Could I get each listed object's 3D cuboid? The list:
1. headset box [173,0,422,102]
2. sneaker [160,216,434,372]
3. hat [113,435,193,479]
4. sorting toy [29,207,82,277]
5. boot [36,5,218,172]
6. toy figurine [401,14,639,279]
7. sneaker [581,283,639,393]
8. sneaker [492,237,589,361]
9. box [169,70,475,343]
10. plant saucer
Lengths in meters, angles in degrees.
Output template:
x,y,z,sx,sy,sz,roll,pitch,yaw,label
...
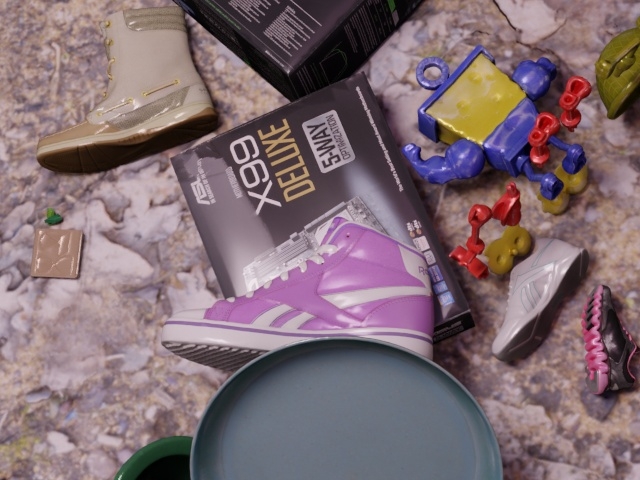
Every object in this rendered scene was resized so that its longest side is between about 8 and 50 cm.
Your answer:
x,y,z,sx,sy,sz,roll,pitch,yaw,label
-0.012,-0.335,1.931,0.246,0.131,0.283,41,84,19,headset box
-0.023,0.056,1.756,0.282,0.102,0.161,1,71,-1,sneaker
-0.199,0.294,1.827,0.208,0.183,0.173,49,62,-18,hat
-0.303,0.002,1.942,0.062,0.012,0.083,1,77,16,sorting toy
-0.240,-0.177,1.954,0.213,0.077,0.165,-17,71,-1,boot
0.202,-0.163,1.816,0.217,0.191,0.362,38,81,25,toy figurine
0.311,0.106,1.788,0.057,0.047,0.119,2,74,-9,sneaker
0.226,0.063,1.812,0.061,0.054,0.152,29,77,33,sneaker
0.000,0.000,1.854,0.242,0.076,0.307,-23,71,3,box
0.027,0.230,1.712,0.317,0.044,0.318,2,115,4,plant saucer
